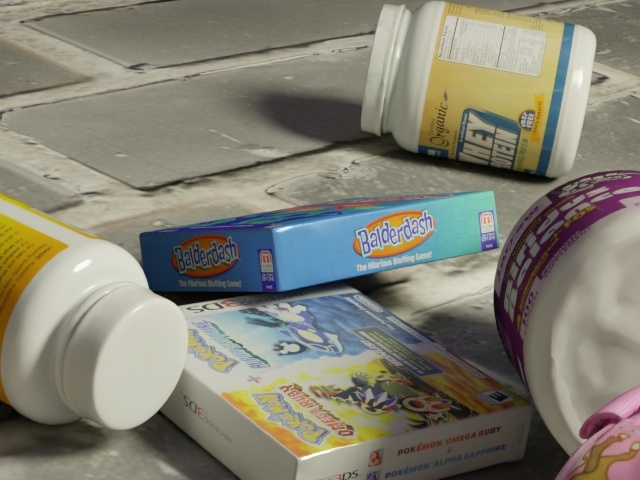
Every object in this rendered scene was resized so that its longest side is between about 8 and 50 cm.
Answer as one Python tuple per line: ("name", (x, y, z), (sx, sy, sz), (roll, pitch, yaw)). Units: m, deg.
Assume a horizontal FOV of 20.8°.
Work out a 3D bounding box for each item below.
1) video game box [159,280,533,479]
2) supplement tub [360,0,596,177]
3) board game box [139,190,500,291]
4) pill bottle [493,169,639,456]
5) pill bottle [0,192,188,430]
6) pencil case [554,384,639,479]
("video game box", (-0.002, 0.093, 1.104), (0.187, 0.048, 0.205), (-11, 28, -36))
("supplement tub", (0.146, -0.144, 1.619), (0.200, 0.144, 0.144), (10, 22, 5))
("board game box", (0.000, 0.000, 1.263), (0.210, 0.047, 0.160), (-10, 5, -40))
("pill bottle", (0.198, 0.043, 1.105), (0.169, 0.169, 0.301), (8, 8, -2))
("pill bottle", (-0.188, 0.039, 1.071), (0.215, 0.117, 0.117), (22, 25, 32))
("pencil case", (0.263, 0.201, 0.752), (0.386, 0.167, 0.160), (26, -4, 41))
